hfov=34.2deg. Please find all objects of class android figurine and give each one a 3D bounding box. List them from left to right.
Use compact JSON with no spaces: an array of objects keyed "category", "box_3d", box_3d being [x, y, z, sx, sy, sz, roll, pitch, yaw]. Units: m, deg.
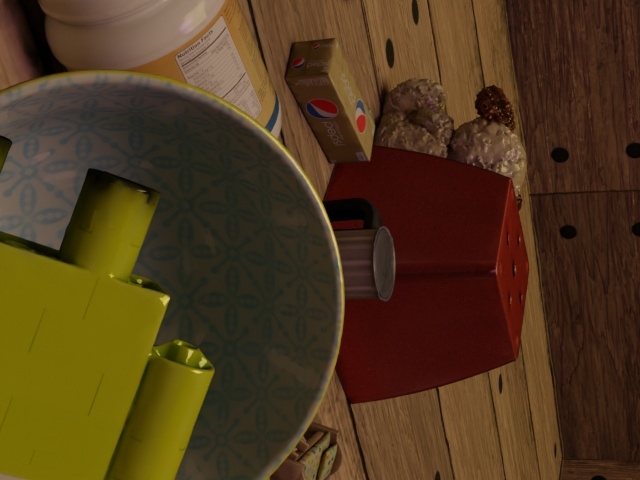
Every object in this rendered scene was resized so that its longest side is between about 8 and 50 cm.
[{"category":"android figurine","box_3d":[-0.187,0.080,0.547,0.272,0.248,0.056,-68,-157,0]}]

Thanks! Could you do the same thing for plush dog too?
[{"category":"plush dog","box_3d":[0.197,-0.117,1.566,0.210,0.226,0.262,-28,114,-68]}]

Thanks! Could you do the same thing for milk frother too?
[{"category":"milk frother","box_3d":[0.000,0.000,1.151,0.143,0.135,0.129,33,57,-66]}]

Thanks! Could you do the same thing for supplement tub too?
[{"category":"supplement tub","box_3d":[-0.124,-0.145,0.813,0.199,0.144,0.144,66,29,-44]}]

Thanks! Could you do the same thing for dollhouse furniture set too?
[{"category":"dollhouse furniture set","box_3d":[-0.018,0.169,1.071,0.182,0.101,0.160,-25,129,-68]}]

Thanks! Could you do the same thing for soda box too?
[{"category":"soda box","box_3d":[0.016,-0.174,1.323,0.181,0.058,0.061,60,34,-53]}]

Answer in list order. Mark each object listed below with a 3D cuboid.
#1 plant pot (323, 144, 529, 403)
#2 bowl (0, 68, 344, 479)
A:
[{"category":"plant pot","box_3d":[0.147,0.042,1.403,0.267,0.236,0.267,-72,152,-43]},{"category":"bowl","box_3d":[-0.146,0.034,0.668,0.156,0.290,0.289,-155,-124,-66]}]
